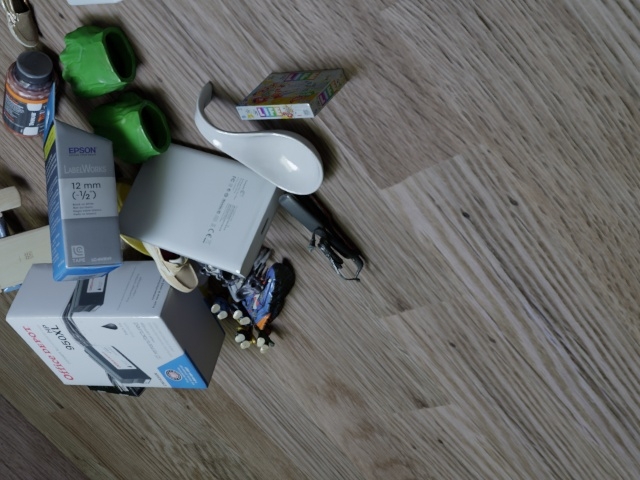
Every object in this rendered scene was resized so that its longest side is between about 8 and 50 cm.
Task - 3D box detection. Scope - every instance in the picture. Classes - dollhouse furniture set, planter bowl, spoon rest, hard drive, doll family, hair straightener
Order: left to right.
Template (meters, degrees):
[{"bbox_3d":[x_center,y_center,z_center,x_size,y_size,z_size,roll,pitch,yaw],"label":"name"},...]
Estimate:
[{"bbox_3d":[-0.777,-0.027,2.325,0.303,0.198,0.286,-153,47,-72],"label":"dollhouse furniture set"},{"bbox_3d":[-0.366,-0.070,1.887,0.217,0.090,0.217,23,143,19],"label":"planter bowl"},{"bbox_3d":[-0.232,-0.067,1.687,0.307,0.203,0.040,17,168,28],"label":"hard drive"},{"bbox_3d":[-0.181,0.178,2.003,0.076,0.111,0.193,-29,105,11],"label":"doll family"},{"bbox_3d":[-0.114,-0.172,1.562,0.276,0.084,0.137,33,144,10],"label":"spoon rest"},{"bbox_3d":[0.000,0.000,1.643,0.047,0.089,0.230,-18,116,48],"label":"hair straightener"}]

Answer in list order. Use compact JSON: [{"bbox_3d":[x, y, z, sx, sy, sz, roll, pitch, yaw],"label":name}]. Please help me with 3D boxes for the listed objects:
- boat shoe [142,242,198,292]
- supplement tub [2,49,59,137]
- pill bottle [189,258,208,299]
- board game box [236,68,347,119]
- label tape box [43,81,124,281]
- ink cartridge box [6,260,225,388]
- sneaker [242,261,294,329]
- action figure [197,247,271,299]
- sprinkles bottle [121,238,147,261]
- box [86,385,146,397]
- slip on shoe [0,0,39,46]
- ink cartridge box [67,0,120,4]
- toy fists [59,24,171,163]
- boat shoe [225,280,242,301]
[{"bbox_3d":[-0.305,0.039,1.826,0.059,0.063,0.170,-6,126,52],"label":"boat shoe"},{"bbox_3d":[-0.599,-0.305,1.826,0.106,0.106,0.198,38,145,1],"label":"supplement tub"},{"bbox_3d":[-0.288,0.092,2.019,0.065,0.065,0.116,28,143,15],"label":"pill bottle"},{"bbox_3d":[-0.047,-0.234,1.416,0.154,0.103,0.026,4,132,38],"label":"board game box"},{"bbox_3d":[-0.469,-0.105,1.721,0.249,0.115,0.348,160,107,-67],"label":"label tape box"},{"bbox_3d":[-0.459,0.195,2.012,0.395,0.166,0.285,-2,138,20],"label":"ink cartridge box"},{"bbox_3d":[-0.122,0.112,1.885,0.087,0.083,0.221,39,143,10],"label":"sneaker"},{"bbox_3d":[-0.183,0.025,1.800,0.164,0.141,0.275,48,171,-26],"label":"action figure"},{"bbox_3d":[-0.487,-0.015,2.032,0.121,0.121,0.355,15,138,30],"label":"sprinkles bottle"},{"bbox_3d":[-0.675,0.317,2.599,0.257,0.079,0.322,-4,126,42],"label":"box"},{"bbox_3d":[-0.581,-0.439,1.714,0.041,0.051,0.135,10,128,38],"label":"slip on shoe"},{"bbox_3d":[-0.328,-0.517,1.336,0.385,0.091,0.308,13,137,43],"label":"ink cartridge box"},{"bbox_3d":[-0.394,-0.275,1.681,0.142,0.096,0.279,-6,121,31],"label":"toy fists"},{"bbox_3d":[-0.189,0.086,1.952,0.035,0.035,0.100,8,124,57],"label":"boat shoe"}]
